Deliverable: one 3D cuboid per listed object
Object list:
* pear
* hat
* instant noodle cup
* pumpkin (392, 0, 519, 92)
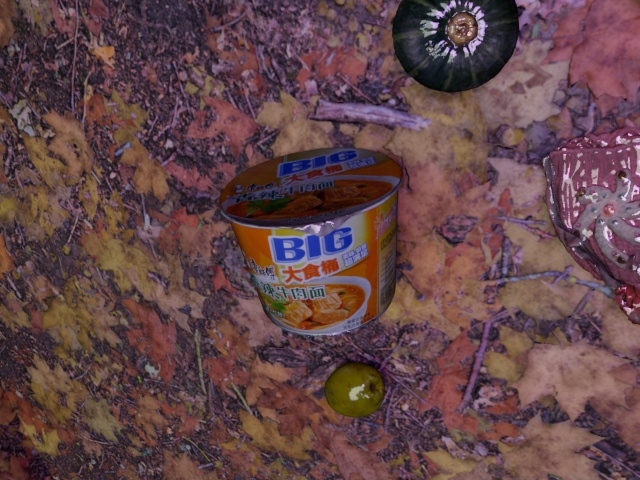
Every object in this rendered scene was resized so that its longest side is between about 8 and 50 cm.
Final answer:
[{"bbox_3d":[0.067,0.292,1.034,0.107,0.107,0.131,53,135,-2],"label":"pear"},{"bbox_3d":[0.438,-0.012,0.717,0.237,0.107,0.286,-4,105,38],"label":"hat"},{"bbox_3d":[0.000,0.000,0.852,0.297,0.296,0.213,4,122,25],"label":"instant noodle cup"},{"bbox_3d":[0.181,-0.287,0.718,0.167,0.125,0.167,1,123,2],"label":"pumpkin"}]
